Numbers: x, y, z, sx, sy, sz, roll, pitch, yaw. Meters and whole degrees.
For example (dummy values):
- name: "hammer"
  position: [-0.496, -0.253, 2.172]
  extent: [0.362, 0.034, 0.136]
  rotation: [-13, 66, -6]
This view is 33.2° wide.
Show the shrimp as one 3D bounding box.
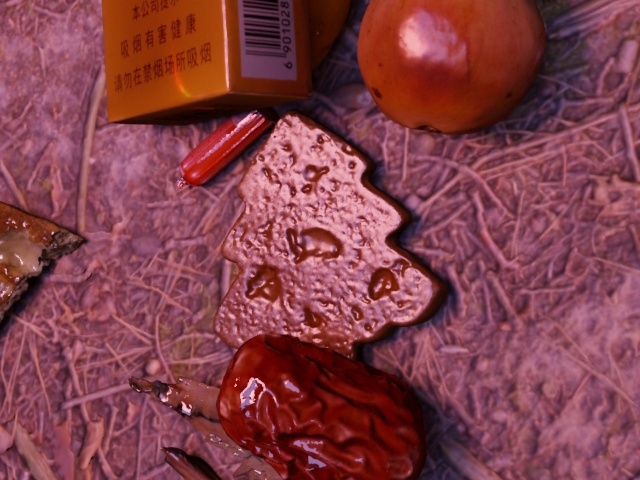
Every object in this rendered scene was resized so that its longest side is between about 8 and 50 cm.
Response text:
- name: "shrimp"
  position: [-0.113, 0.241, 1.241]
  extent: [0.254, 0.059, 0.145]
  rotation: [15, 105, 14]

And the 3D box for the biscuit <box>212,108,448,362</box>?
- name: "biscuit"
  position: [0.001, 0.000, 1.205]
  extent: [0.278, 0.043, 0.301]
  rotation: [-6, 90, 20]

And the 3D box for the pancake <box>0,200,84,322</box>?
- name: "pancake"
  position: [-0.464, 0.050, 1.368]
  extent: [0.377, 0.054, 0.197]
  rotation: [-13, 84, 21]

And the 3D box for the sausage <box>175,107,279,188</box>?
- name: "sausage"
  position: [-0.113, -0.106, 1.247]
  extent: [0.145, 0.048, 0.050]
  rotation: [-40, 112, 15]

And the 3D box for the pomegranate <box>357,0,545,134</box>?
- name: "pomegranate"
  position: [0.132, -0.199, 1.095]
  extent: [0.191, 0.191, 0.191]
  rotation: [0, 90, 19]

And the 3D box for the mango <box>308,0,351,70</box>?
- name: "mango"
  position: [-0.022, -0.260, 1.191]
  extent: [0.115, 0.089, 0.164]
  rotation: [4, 93, 23]

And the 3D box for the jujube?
- name: "jujube"
  position: [0.001, 0.187, 1.122]
  extent: [0.230, 0.155, 0.155]
  rotation: [28, 100, -12]

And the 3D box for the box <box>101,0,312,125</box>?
- name: "box"
  position: [-0.136, -0.343, 1.160]
  extent: [0.264, 0.116, 0.415]
  rotation: [-2, 91, 53]
